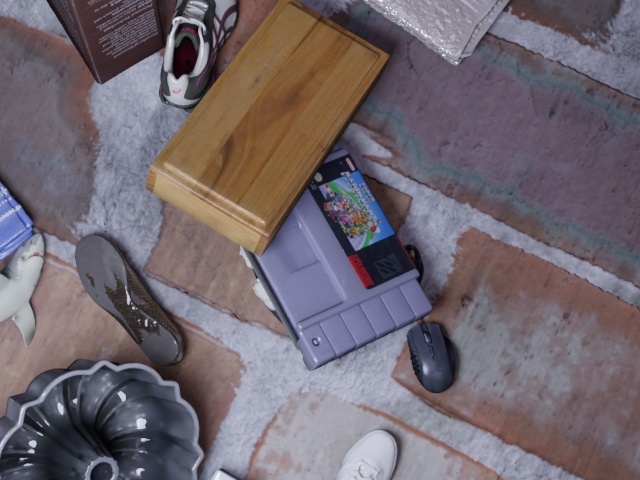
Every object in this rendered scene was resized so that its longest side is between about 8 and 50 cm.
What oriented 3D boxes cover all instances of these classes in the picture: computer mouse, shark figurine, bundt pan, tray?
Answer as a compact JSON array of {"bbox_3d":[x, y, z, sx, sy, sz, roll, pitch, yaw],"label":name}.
[{"bbox_3d":[0.162,0.122,1.867,0.071,0.041,0.242,-14,80,-5],"label":"computer mouse"},{"bbox_3d":[-0.540,0.097,1.785,0.116,0.278,0.166,11,111,36],"label":"shark figurine"},{"bbox_3d":[-0.340,0.318,1.699,0.331,0.124,0.331,-8,105,-34],"label":"bundt pan"},{"bbox_3d":[-0.074,-0.189,1.827,0.203,0.076,0.411,31,59,3],"label":"tray"}]

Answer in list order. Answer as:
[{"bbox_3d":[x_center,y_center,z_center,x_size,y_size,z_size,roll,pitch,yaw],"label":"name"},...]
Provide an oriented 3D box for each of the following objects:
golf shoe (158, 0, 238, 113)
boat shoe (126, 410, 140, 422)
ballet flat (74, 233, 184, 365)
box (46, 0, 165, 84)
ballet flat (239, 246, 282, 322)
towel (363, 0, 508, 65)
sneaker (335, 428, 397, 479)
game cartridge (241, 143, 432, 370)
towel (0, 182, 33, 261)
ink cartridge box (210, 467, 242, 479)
[{"bbox_3d":[-0.194,-0.344,1.896,0.105,0.120,0.273,9,77,0],"label":"golf shoe"},{"bbox_3d":[-0.338,0.273,1.804,0.135,0.045,0.050,-14,80,-6],"label":"boat shoe"},{"bbox_3d":[-0.295,0.093,1.843,0.084,0.058,0.250,-44,78,12],"label":"ballet flat"},{"bbox_3d":[-0.343,-0.398,1.763,0.143,0.381,0.191,-31,83,-11],"label":"box"},{"bbox_3d":[-0.085,0.049,1.848,0.074,0.074,0.203,-19,78,-7],"label":"ballet flat"},{"bbox_3d":[0.173,-0.437,1.972,0.282,0.049,0.187,35,78,4],"label":"towel"},{"bbox_3d":[0.050,0.380,1.784,0.080,0.094,0.212,35,79,5],"label":"sneaker"},{"bbox_3d":[0.000,0.000,1.828,0.230,0.068,0.355,-24,76,-21],"label":"game cartridge"},{"bbox_3d":[-0.641,-0.069,1.862,0.243,0.040,0.336,-39,82,-8],"label":"towel"},{"bbox_3d":[-0.142,0.465,1.758,0.153,0.087,0.208,29,78,2],"label":"ink cartridge box"}]
